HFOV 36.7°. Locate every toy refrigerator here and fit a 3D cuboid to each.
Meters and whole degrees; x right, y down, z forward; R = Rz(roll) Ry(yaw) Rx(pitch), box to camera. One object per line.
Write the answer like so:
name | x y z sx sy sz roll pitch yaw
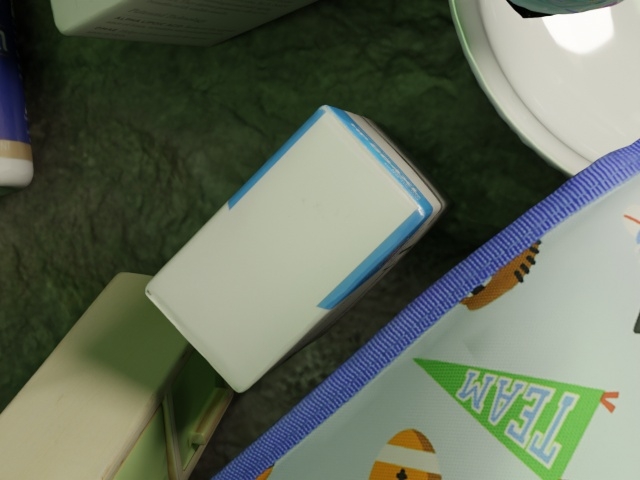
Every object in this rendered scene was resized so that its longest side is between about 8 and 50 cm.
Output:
toy refrigerator | -0.139 0.138 0.610 0.094 0.269 0.102 7 122 14

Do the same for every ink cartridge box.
ink cartridge box | 0.000 0.000 0.611 0.086 0.203 0.148 46 102 7

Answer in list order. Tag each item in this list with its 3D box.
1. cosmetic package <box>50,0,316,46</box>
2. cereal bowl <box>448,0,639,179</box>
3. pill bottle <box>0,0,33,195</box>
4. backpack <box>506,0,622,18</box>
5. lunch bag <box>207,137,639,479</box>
cosmetic package | -0.071 -0.226 0.622 0.183 0.151 0.151 -16 88 35
cereal bowl | 0.247 -0.175 0.571 0.338 0.141 0.339 1 92 15
pill bottle | -0.303 -0.161 0.710 0.153 0.153 0.265 -8 90 15
backpack | 0.112 -0.201 0.476 0.151 0.115 0.182 -21 90 12
lunch bag | 0.146 0.172 0.463 0.385 0.239 0.328 -46 68 23
